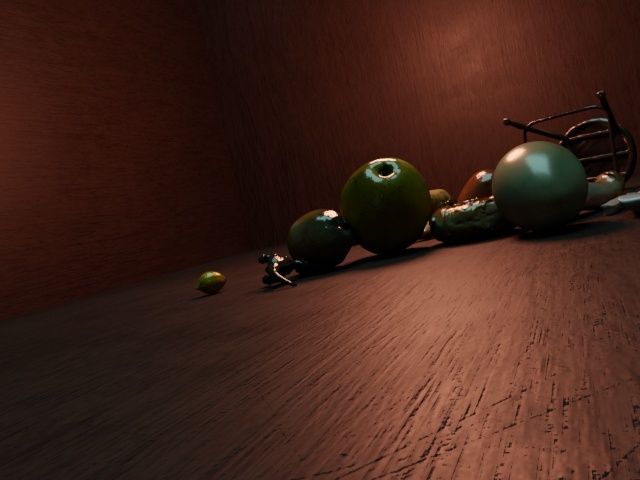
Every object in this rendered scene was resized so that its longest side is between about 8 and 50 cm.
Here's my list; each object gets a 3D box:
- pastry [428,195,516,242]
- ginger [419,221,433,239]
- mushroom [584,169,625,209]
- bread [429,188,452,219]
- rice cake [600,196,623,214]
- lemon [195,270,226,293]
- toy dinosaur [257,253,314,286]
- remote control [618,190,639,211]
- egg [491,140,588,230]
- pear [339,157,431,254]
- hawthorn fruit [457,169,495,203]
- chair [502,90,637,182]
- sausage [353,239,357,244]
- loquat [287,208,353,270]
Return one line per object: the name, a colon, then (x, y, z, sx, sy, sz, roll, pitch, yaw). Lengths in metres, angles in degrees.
pastry: (0.428, -0.067, 1.661, 0.257, 0.121, 0.236, -13, 3, -8)
ginger: (0.332, -0.033, 1.979, 0.298, 0.065, 0.118, -13, 11, -12)
mushroom: (0.726, -0.115, 1.663, 0.328, 0.122, 0.159, -14, 39, -25)
bread: (0.345, -0.097, 2.271, 0.333, 0.160, 0.333, -14, 3, 1)
rice cake: (0.778, -0.093, 1.573, 0.042, 0.030, 0.180, -4, 7, 39)
lemon: (-0.309, 0.119, 1.670, 0.092, 0.065, 0.065, -17, 4, -22)
toy dinosaur: (-0.073, 0.064, 1.526, 0.187, 0.087, 0.179, -16, 4, -44)
remote control: (0.789, -0.097, 1.438, 0.103, 0.051, 0.293, -10, 0, 31)
egg: (0.535, -0.127, 1.439, 0.218, 0.218, 0.295, -12, 15, 6)
pear: (0.188, -0.103, 1.719, 0.294, 0.294, 0.294, -12, 3, 1)
hawthorn fruit: (0.528, -0.124, 1.916, 0.199, 0.199, 0.251, -14, -8, -36)
chair: (0.965, -0.311, 2.220, 0.364, 0.362, 0.410, -10, -2, 42)
sausage: (0.248, -0.071, 2.579, 0.500, 0.123, 0.136, -13, 5, -35)
loquat: (0.000, 0.000, 1.661, 0.179, 0.179, 0.227, -13, -3, -18)
